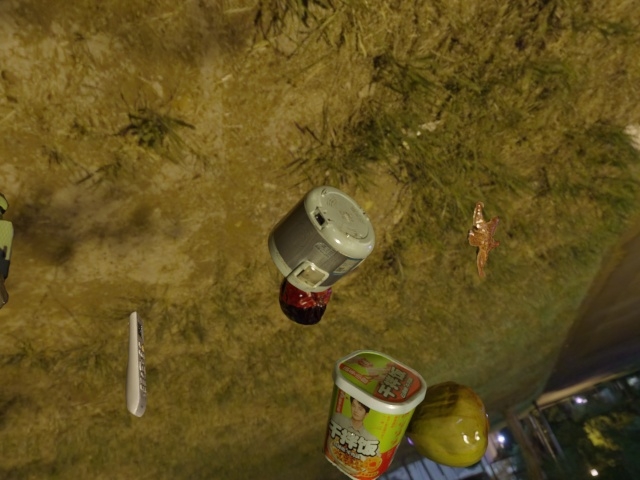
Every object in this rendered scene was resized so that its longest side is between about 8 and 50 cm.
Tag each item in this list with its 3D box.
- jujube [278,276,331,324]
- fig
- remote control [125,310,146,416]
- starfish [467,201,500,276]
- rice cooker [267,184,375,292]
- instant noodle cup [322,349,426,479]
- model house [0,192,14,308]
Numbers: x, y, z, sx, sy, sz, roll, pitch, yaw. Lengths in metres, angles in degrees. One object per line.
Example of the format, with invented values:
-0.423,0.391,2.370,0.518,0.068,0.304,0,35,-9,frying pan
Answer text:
-0.060,0.218,1.947,0.213,0.213,0.232,1,110,-40,jujube
0.496,0.735,1.894,0.344,0.343,0.343,-17,156,-8,fig
-0.585,0.387,1.493,0.055,0.312,0.109,-7,155,-11,remote control
0.504,-0.004,1.461,0.227,0.240,0.043,-14,-161,-42,starfish
0.000,0.002,1.483,0.288,0.288,0.277,7,138,-47,rice cooker
0.149,0.548,1.476,0.294,0.294,0.307,0,110,-39,instant noodle cup
-0.677,0.056,0.857,0.218,0.278,0.205,-41,156,14,model house
